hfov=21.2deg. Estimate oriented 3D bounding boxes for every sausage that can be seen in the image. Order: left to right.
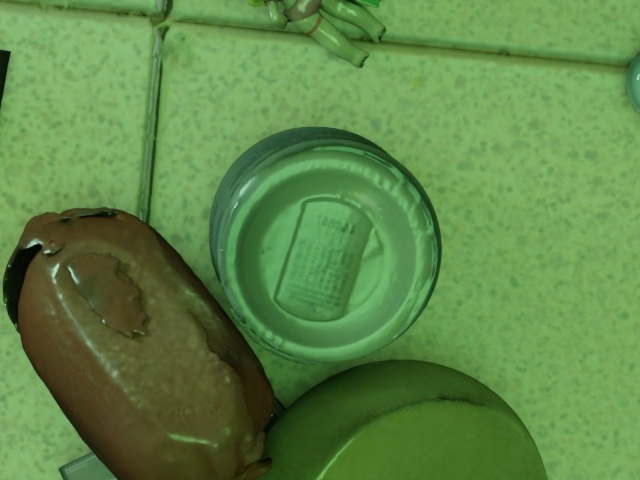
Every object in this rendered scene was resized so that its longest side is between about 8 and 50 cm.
[{"bbox_3d":[-0.141,0.088,1.326,0.152,0.152,0.280,-41,64,0],"label":"sausage"}]

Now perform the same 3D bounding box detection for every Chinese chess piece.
[{"bbox_3d":[0.059,0.228,1.391,0.273,0.102,0.273,-8,107,-27],"label":"Chinese chess piece"}]

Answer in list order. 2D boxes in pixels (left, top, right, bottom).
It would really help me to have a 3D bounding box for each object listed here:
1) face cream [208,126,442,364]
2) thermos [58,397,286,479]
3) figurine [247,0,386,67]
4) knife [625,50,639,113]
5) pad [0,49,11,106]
[{"bbox_3d":[0.000,0.000,1.366,0.177,0.153,0.177,-1,98,-5],"label":"face cream"},{"bbox_3d":[-0.103,0.204,1.418,0.193,0.105,0.137,-26,124,-12],"label":"thermos"},{"bbox_3d":[-0.023,-0.209,1.379,0.187,0.083,0.083,37,92,-19],"label":"figurine"},{"bbox_3d":[0.351,-0.249,1.434,0.080,0.044,0.331,29,88,-2],"label":"knife"},{"bbox_3d":[-0.326,-0.069,1.368,0.127,0.004,0.190,7,103,-25],"label":"pad"}]
